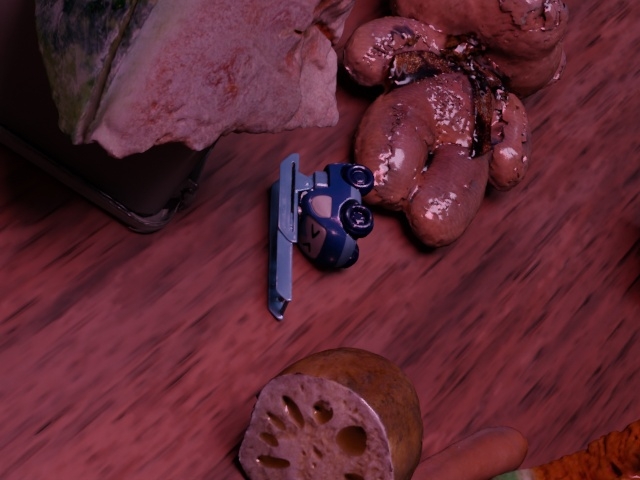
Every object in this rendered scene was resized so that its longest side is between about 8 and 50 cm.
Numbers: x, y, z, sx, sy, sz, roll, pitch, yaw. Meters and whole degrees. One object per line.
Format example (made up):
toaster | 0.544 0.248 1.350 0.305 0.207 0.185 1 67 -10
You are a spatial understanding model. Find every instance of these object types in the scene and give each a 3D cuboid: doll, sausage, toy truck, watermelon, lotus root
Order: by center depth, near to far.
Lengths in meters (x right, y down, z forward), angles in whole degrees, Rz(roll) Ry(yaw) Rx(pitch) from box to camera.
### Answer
watermelon | -0.072 -0.185 1.320 0.232 0.193 0.310 17 33 -5
lotus root | 0.015 0.138 1.338 0.112 0.122 0.081 33 28 22
sausage | 0.093 0.175 1.430 0.047 0.040 0.177 33 32 27
toy truck | 0.000 0.000 1.484 0.074 0.063 0.136 9 52 -12
doll | 0.126 -0.136 1.636 0.201 0.156 0.303 38 45 -21

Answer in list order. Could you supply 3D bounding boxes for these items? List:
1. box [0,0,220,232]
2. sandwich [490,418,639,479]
box | -0.155 -0.141 1.401 0.243 0.135 0.163 35 42 -15
sandwich | 0.237 0.223 1.412 0.292 0.212 0.109 11 35 -18
